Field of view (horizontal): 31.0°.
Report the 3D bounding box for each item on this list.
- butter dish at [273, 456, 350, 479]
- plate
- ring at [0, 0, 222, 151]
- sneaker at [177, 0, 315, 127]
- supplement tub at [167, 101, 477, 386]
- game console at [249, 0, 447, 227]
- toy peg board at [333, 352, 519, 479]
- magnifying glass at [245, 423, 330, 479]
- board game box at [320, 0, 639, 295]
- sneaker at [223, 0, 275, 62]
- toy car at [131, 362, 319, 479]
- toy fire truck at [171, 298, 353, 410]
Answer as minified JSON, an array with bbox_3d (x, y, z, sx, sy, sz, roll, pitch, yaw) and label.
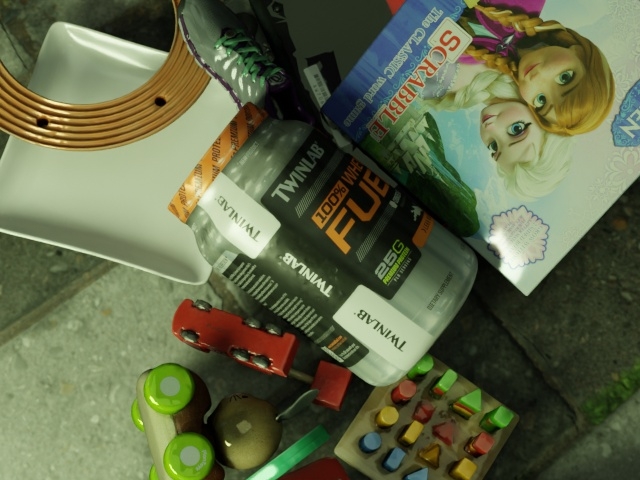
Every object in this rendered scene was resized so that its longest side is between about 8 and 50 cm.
[{"bbox_3d":[-0.020,0.339,1.248,0.160,0.118,0.160,-12,68,-51],"label":"butter dish"},{"bbox_3d":[-0.231,-0.103,1.390,0.277,0.045,0.278,16,72,-2],"label":"plate"},{"bbox_3d":[-0.284,-0.259,1.394,0.336,0.032,0.336,1,71,-4],"label":"ring"},{"bbox_3d":[-0.076,-0.205,1.349,0.083,0.098,0.223,-41,104,-30],"label":"sneaker"},{"bbox_3d":[0.000,0.000,1.282,0.316,0.193,0.193,37,73,-5],"label":"supplement tub"},{"bbox_3d":[0.134,-0.220,1.387,0.342,0.060,0.386,-25,94,2],"label":"game console"},{"bbox_3d":[0.127,0.216,1.313,0.161,0.079,0.160,34,73,5],"label":"toy peg board"},{"bbox_3d":[-0.087,0.279,1.277,0.231,0.092,0.026,-38,83,-4],"label":"magnifying glass"},{"bbox_3d":[0.215,-0.161,1.258,0.318,0.066,0.318,42,111,8],"label":"board game box"},{"bbox_3d":[-0.028,-0.244,1.442,0.229,0.086,0.132,27,80,10],"label":"sneaker"},{"bbox_3d":[-0.098,0.194,1.266,0.188,0.155,0.149,-13,75,-19],"label":"toy car"},{"bbox_3d":[-0.065,0.129,1.306,0.192,0.135,0.047,17,73,15],"label":"toy fire truck"}]
